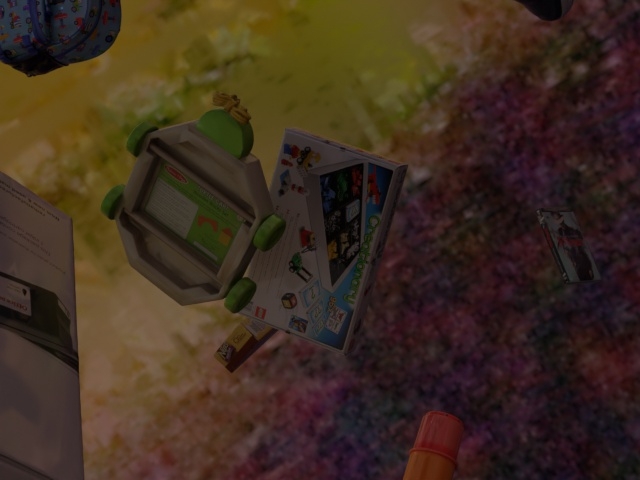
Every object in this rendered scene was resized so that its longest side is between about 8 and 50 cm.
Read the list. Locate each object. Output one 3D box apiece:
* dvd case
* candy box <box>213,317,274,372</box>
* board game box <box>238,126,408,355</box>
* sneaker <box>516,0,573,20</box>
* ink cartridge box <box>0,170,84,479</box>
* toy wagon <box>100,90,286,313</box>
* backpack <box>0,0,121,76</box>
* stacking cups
[{"bbox_3d":[0.361,0.007,1.863,0.087,0.120,0.013,-1,-26,-47],"label":"dvd case"},{"bbox_3d":[-0.106,0.154,2.335,0.109,0.053,0.186,-50,-5,39],"label":"candy box"},{"bbox_3d":[0.000,0.000,1.949,0.192,0.305,0.053,20,15,19],"label":"board game box"},{"bbox_3d":[0.194,-0.331,1.553,0.099,0.282,0.153,20,70,51],"label":"sneaker"},{"bbox_3d":[-0.390,0.147,1.268,0.285,0.166,0.395,-39,38,21],"label":"ink cartridge box"},{"bbox_3d":[-0.171,-0.066,1.855,0.068,0.267,0.344,-31,-27,-56],"label":"toy wagon"},{"bbox_3d":[-0.372,-0.324,1.796,0.173,0.158,0.117,-10,-12,23],"label":"backpack"},{"bbox_3d":[0.131,0.393,1.811,0.096,0.096,0.316,-15,50,47],"label":"stacking cups"}]
